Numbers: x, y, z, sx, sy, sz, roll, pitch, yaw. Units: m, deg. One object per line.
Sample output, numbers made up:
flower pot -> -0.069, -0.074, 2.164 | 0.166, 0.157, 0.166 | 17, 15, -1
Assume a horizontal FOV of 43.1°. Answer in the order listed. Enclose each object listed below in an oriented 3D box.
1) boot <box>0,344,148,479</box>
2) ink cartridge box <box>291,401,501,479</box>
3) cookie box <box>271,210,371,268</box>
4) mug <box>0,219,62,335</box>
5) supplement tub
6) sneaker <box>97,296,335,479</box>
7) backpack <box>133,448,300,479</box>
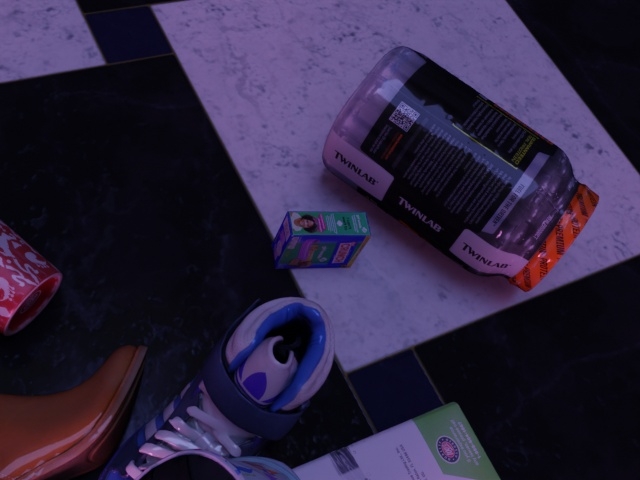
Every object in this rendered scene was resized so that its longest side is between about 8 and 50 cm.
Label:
boot -> -0.327, 0.185, 0.834 | 0.220, 0.109, 0.283 | 27, 61, 5
ink cartridge box -> 0.064, 0.318, 0.854 | 0.273, 0.115, 0.198 | -15, 64, -26
cookie box -> 0.000, 0.000, 1.054 | 0.107, 0.092, 0.040 | -1, 61, -18
mug -> -0.395, 0.034, 0.914 | 0.169, 0.150, 0.113 | 37, 18, 2
supplement tub -> 0.189, -0.093, 1.105 | 0.338, 0.207, 0.207 | 37, 55, 7
sneaker -> -0.108, 0.182, 0.810 | 0.130, 0.236, 0.323 | 40, 55, 10
backpack -> -0.073, 0.303, 0.661 | 0.253, 0.225, 0.191 | 50, 14, 29
